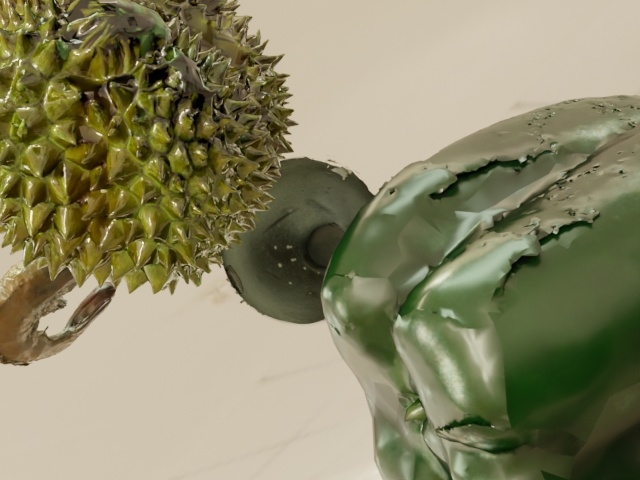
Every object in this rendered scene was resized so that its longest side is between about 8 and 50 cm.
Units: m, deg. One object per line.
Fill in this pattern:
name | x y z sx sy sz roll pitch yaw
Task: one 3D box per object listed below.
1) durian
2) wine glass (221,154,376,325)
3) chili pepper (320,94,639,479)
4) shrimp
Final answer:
durian | -0.148 -0.084 0.830 0.224 0.291 0.291 -42 -22 26
wine glass | -0.003 0.004 1.320 0.190 0.190 0.357 -35 -6 4
chili pepper | 0.143 0.051 0.615 0.256 0.248 0.233 -22 2 -25
shrimp | -0.304 0.061 1.378 0.253 0.058 0.173 -37 -38 -27
